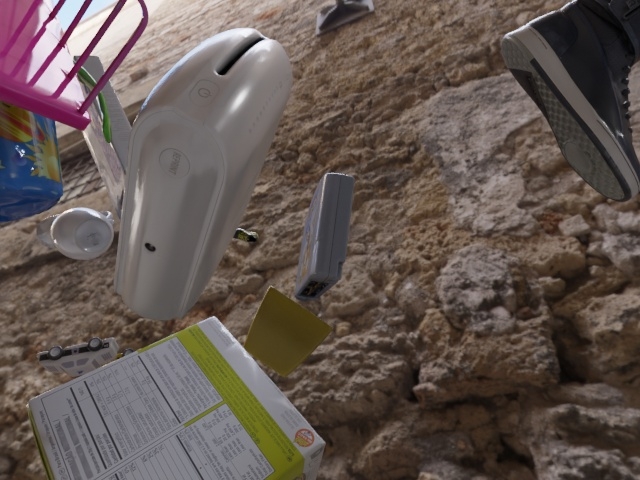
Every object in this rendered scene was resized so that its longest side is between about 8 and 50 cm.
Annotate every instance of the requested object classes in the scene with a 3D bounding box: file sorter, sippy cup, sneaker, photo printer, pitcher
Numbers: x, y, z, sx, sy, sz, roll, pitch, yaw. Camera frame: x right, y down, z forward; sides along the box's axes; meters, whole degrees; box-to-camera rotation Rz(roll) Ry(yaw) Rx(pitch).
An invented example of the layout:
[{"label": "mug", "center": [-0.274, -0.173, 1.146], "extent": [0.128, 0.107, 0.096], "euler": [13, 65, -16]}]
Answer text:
[{"label": "file sorter", "center": [-0.341, -0.315, 0.435], "extent": [0.182, 0.290, 0.202], "euler": [-38, -25, 20]}, {"label": "sippy cup", "center": [-0.472, -0.144, 0.544], "extent": [0.306, 0.240, 0.224], "euler": [-19, -91, 12]}, {"label": "sneaker", "center": [-0.220, -0.013, 1.165], "extent": [0.083, 0.035, 0.031], "euler": [6, -70, -18]}, {"label": "sneaker", "center": [0.329, -0.170, 0.429], "extent": [0.163, 0.086, 0.226], "euler": [-30, -93, 9]}, {"label": "photo printer", "center": [-0.132, -0.085, 0.478], "extent": [0.107, 0.256, 0.307], "euler": [24, -50, -8]}, {"label": "pitcher", "center": [-0.584, -0.031, 1.004], "extent": [0.207, 0.178, 0.125], "euler": [7, -58, 41]}]

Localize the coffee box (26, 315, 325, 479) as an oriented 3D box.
[{"label": "coffee box", "center": [-0.243, 0.410, 0.702], "extent": [0.334, 0.338, 0.337], "euler": [-22, -45, -37]}]

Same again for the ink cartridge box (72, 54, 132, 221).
[{"label": "ink cartridge box", "center": [-0.493, -0.226, 0.942], "extent": [0.069, 0.370, 0.176], "euler": [-17, -15, -38]}]

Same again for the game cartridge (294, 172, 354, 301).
[{"label": "game cartridge", "center": [0.000, 0.000, 0.755], "extent": [0.062, 0.198, 0.297], "euler": [6, -17, -8]}]

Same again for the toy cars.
[{"label": "toy cars", "center": [-0.598, 0.358, 1.175], "extent": [0.176, 0.087, 0.394], "euler": [-34, -31, 22]}]

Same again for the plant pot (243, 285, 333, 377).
[{"label": "plant pot", "center": [-0.109, 0.276, 1.179], "extent": [0.212, 0.187, 0.212], "euler": [33, -13, 3]}]
